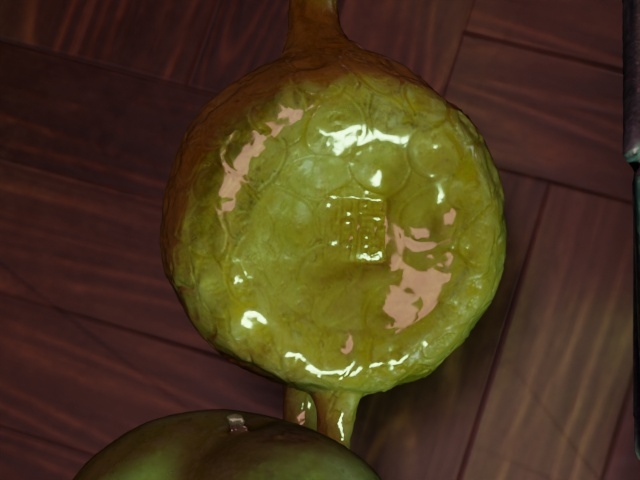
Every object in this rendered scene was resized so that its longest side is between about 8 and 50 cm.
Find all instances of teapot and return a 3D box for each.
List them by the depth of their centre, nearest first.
[{"bbox_3d":[0.000,0.000,1.176,0.203,0.167,0.311,0,95,-14],"label":"teapot"}]

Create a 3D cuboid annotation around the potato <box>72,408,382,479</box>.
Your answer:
[{"bbox_3d":[-0.015,0.255,1.075,0.218,0.202,0.351,-31,93,29],"label":"potato"}]

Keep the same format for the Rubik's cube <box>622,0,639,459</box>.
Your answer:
[{"bbox_3d":[0.289,-0.038,1.036,0.260,0.259,0.254,-2,45,13],"label":"Rubik's cube"}]
